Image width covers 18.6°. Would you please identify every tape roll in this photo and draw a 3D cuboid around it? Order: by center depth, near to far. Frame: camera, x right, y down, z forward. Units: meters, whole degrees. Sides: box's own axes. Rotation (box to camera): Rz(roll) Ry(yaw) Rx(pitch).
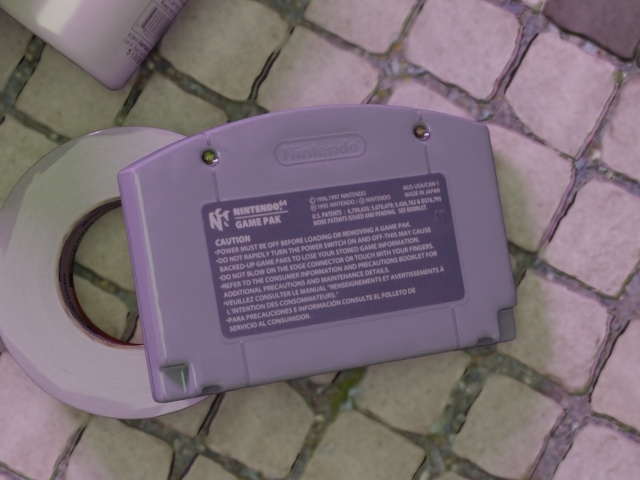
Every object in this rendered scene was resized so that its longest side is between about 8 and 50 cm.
[{"bbox_3d":[-0.139,0.025,1.488,0.219,0.072,0.219,0,89,3],"label":"tape roll"}]

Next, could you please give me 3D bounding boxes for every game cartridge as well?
[{"bbox_3d":[0.000,0.000,1.437,0.294,0.060,0.196,-8,91,-26],"label":"game cartridge"}]

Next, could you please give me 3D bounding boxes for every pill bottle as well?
[{"bbox_3d":[-0.136,-0.238,1.464,0.131,0.131,0.229,37,90,3],"label":"pill bottle"}]
